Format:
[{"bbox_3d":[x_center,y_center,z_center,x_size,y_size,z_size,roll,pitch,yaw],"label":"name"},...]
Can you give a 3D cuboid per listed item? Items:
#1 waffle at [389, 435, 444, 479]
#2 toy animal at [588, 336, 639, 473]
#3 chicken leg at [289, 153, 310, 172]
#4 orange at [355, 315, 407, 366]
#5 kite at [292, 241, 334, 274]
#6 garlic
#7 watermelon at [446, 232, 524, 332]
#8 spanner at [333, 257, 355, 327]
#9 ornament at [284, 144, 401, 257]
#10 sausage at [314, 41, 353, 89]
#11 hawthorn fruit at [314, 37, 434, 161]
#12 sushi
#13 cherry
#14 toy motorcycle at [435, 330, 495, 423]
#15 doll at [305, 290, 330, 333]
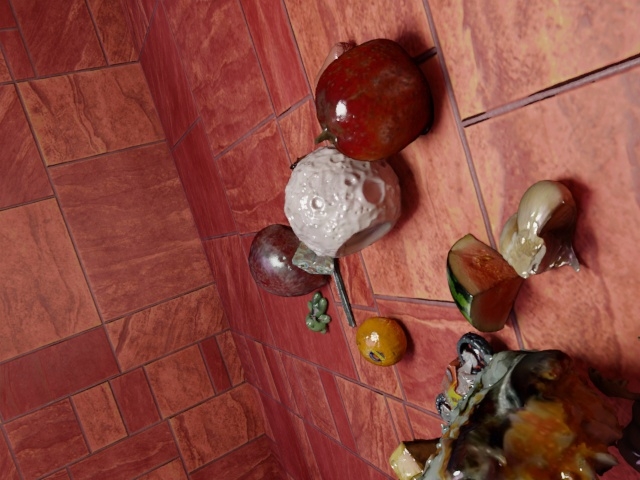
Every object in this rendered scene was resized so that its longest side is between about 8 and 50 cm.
[{"bbox_3d":[0.302,0.536,1.042,0.304,0.077,0.348,46,-171,33],"label":"waffle"},{"bbox_3d":[0.468,0.258,0.722,0.214,0.094,0.186,84,160,-45],"label":"toy animal"},{"bbox_3d":[-0.028,-0.202,1.422,0.093,0.053,0.205,49,164,-11],"label":"chicken leg"},{"bbox_3d":[0.157,0.256,1.308,0.136,0.117,0.135,9,131,10],"label":"orange"},{"bbox_3d":[0.000,-0.001,1.453,0.016,0.127,0.229,-74,1,-62],"label":"kite"},{"bbox_3d":[0.341,-0.013,0.788,0.124,0.099,0.174,-108,21,-46],"label":"garlic"},{"bbox_3d":[0.277,0.088,0.919,0.137,0.145,0.193,-30,81,60],"label":"watermelon"},{"bbox_3d":[0.051,0.109,1.522,0.093,0.026,0.325,-3,107,63],"label":"spanner"},{"bbox_3d":[0.047,-0.095,1.113,0.225,0.259,0.259,60,153,18],"label":"ornament"},{"bbox_3d":[0.033,-0.385,1.149,0.062,0.062,0.154,65,155,10],"label":"sausage"},{"bbox_3d":[0.084,-0.252,0.957,0.215,0.250,0.215,51,174,8],"label":"hawthorn fruit"},{"bbox_3d":[0.253,0.336,0.766,0.176,0.417,0.417,37,144,17],"label":"sushi"},{"bbox_3d":[-0.111,0.072,1.615,0.300,0.203,0.230,26,128,27],"label":"cherry"},{"bbox_3d":[0.325,0.319,1.052,0.171,0.089,0.298,47,146,37],"label":"toy motorcycle"},{"bbox_3d":[-0.016,0.243,1.704,0.115,0.077,0.150,33,126,36],"label":"doll"}]
